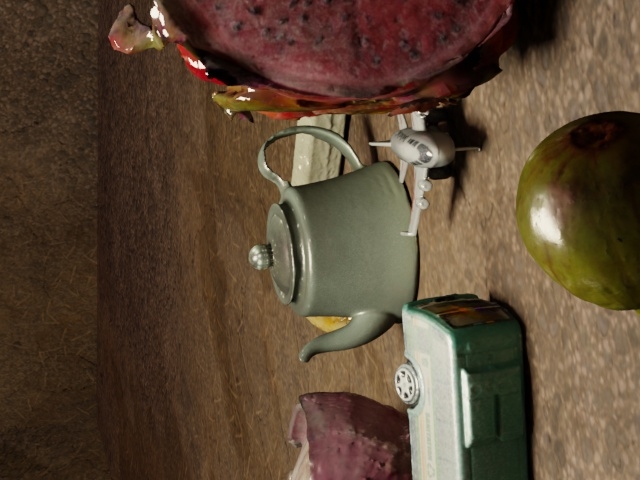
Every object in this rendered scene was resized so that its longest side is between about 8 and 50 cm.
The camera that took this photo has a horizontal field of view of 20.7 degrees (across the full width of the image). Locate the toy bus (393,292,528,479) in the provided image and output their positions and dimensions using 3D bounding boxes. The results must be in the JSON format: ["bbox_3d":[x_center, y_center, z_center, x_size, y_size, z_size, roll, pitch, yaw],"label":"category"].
[{"bbox_3d":[0.123,0.179,1.464,0.109,0.091,0.261,13,110,63],"label":"toy bus"}]

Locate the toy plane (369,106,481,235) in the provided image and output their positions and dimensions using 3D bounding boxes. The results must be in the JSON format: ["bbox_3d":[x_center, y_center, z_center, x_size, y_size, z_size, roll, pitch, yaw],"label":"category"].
[{"bbox_3d":[0.088,-0.082,1.523,0.171,0.066,0.162,-161,66,-72],"label":"toy plane"}]

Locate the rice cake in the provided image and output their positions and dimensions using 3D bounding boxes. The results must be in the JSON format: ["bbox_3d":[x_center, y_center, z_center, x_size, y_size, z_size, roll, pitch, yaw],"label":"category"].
[{"bbox_3d":[-0.004,-0.089,1.894,0.057,0.052,0.256,-87,3,-48],"label":"rice cake"}]

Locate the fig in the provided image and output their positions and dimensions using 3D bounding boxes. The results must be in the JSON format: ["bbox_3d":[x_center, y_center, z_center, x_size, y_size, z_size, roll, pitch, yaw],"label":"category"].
[{"bbox_3d":[0.207,0.028,1.106,0.236,0.124,0.124,65,174,-24],"label":"fig"}]

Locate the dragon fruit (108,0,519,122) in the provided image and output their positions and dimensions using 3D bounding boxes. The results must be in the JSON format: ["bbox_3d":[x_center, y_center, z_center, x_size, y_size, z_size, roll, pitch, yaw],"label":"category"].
[{"bbox_3d":[0.008,-0.237,1.380,0.263,0.314,0.296,-62,-25,-87],"label":"dragon fruit"}]

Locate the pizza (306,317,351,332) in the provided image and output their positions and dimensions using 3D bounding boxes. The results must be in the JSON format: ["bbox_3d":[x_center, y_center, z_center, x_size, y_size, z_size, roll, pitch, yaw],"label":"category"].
[{"bbox_3d":[0.005,0.031,1.871,0.178,0.041,0.131,57,135,36],"label":"pizza"}]

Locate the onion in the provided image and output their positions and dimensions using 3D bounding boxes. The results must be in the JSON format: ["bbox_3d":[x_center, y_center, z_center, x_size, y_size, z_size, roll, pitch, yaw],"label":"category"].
[{"bbox_3d":[0.038,0.282,1.691,0.349,0.159,0.267,146,128,-81],"label":"onion"}]

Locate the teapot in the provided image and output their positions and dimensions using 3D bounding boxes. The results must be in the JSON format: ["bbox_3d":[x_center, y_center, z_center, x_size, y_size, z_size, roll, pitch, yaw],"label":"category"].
[{"bbox_3d":[0.000,0.000,1.725,0.162,0.149,0.239,129,133,-71],"label":"teapot"}]
